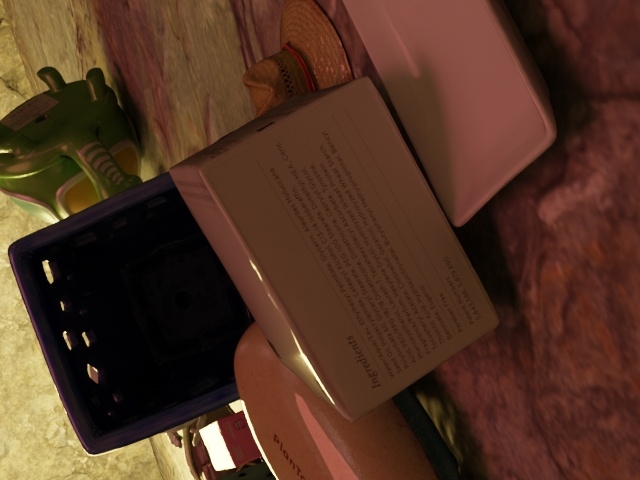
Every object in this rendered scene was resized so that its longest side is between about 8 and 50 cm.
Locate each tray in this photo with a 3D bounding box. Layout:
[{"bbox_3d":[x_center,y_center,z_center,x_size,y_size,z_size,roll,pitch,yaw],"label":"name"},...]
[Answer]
[{"bbox_3d":[0.054,-0.152,0.564,0.270,0.030,0.145,66,162,11],"label":"tray"}]

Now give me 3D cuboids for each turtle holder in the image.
[{"bbox_3d":[-0.386,-0.137,1.597,0.320,0.243,0.227,-3,130,31],"label":"turtle holder"}]

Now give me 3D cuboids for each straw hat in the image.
[{"bbox_3d":[-0.029,-0.120,0.785,0.144,0.061,0.144,56,157,38],"label":"straw hat"}]

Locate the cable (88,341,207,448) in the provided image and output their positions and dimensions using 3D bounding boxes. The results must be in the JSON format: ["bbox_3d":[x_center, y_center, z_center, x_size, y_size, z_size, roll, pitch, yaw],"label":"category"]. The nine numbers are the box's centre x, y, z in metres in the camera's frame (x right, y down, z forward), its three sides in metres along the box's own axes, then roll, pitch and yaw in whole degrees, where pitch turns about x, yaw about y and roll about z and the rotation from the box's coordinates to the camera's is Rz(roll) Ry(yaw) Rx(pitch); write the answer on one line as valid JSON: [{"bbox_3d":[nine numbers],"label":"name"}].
[{"bbox_3d":[-0.267,0.175,1.550,0.257,0.089,0.257,25,102,36],"label":"cable"}]

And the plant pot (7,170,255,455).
[{"bbox_3d":[-0.161,0.064,1.063,0.212,0.236,0.236,-27,-85,-86],"label":"plant pot"}]

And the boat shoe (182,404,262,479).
[{"bbox_3d":[-0.125,0.391,1.548,0.096,0.116,0.324,-30,75,53],"label":"boat shoe"}]

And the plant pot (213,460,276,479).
[{"bbox_3d":[-0.075,0.444,1.379,0.165,0.165,0.234,-164,58,-68],"label":"plant pot"}]

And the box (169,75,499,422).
[{"bbox_3d":[0.000,0.000,0.665,0.182,0.119,0.181,60,169,-11],"label":"box"}]

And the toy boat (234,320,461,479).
[{"bbox_3d":[0.021,0.197,0.896,0.267,0.148,0.318,53,149,28],"label":"toy boat"}]

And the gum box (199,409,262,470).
[{"bbox_3d":[-0.088,0.248,1.280,0.062,0.107,0.188,67,162,8],"label":"gum box"}]
